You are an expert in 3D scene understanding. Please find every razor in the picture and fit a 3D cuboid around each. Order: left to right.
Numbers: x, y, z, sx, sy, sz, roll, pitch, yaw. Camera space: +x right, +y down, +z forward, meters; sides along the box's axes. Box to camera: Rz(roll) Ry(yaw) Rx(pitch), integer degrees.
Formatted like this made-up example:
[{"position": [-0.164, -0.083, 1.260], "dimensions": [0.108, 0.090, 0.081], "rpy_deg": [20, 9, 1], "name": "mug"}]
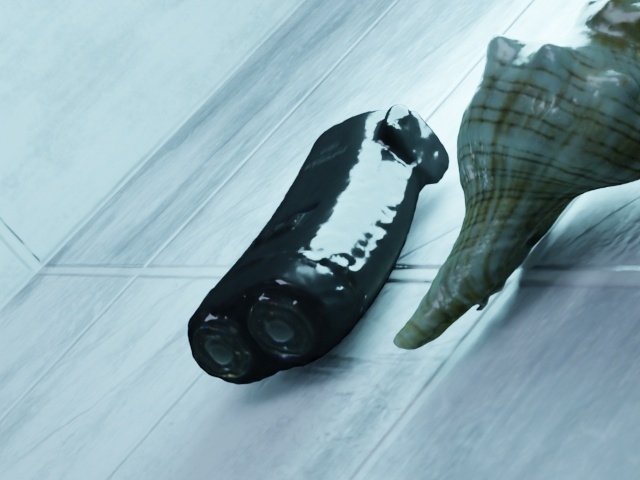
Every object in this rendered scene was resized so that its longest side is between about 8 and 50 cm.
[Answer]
[{"position": [0.003, 0.002, 1.398], "dimensions": [0.189, 0.107, 0.327], "rpy_deg": [-22, 26, 41], "name": "razor"}]

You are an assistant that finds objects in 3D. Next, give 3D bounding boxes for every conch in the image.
[{"position": [0.180, -0.084, 1.165], "dimensions": [0.386, 0.170, 0.203], "rpy_deg": [-39, -19, 13], "name": "conch"}]
